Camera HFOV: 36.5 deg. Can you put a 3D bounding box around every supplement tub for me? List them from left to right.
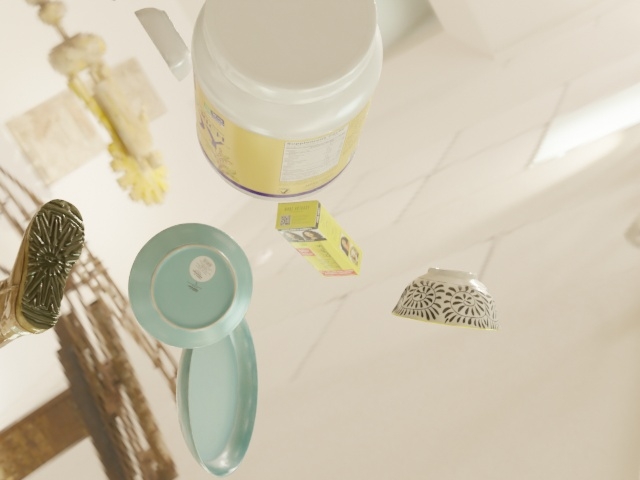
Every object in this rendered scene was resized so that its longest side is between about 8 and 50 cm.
[{"bbox_3d":[-0.048,-0.212,1.281,0.241,0.241,0.331,-34,167,-15],"label":"supplement tub"}]

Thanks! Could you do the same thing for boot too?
[{"bbox_3d":[-0.498,0.072,1.520,0.269,0.089,0.236,-22,-135,39],"label":"boot"}]

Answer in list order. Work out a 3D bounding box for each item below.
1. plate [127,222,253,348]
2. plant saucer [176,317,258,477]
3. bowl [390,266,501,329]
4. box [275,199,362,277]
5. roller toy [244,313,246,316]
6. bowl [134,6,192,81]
[{"bbox_3d":[-0.187,0.068,1.422,0.188,0.188,0.024,-33,-165,-13],"label":"plate"},{"bbox_3d":[-0.189,0.269,1.767,0.044,0.317,0.317,-2,-158,18],"label":"plant saucer"},{"bbox_3d":[0.195,0.084,1.473,0.170,0.080,0.170,8,180,0],"label":"bowl"},{"bbox_3d":[0.000,0.000,1.854,0.087,0.232,0.058,-3,-115,23],"label":"box"},{"bbox_3d":[-0.248,0.076,1.914,0.209,0.191,0.146,-3,159,-22],"label":"roller toy"},{"bbox_3d":[-0.290,-0.378,1.846,0.053,0.142,0.142,-32,180,-2],"label":"bowl"}]
